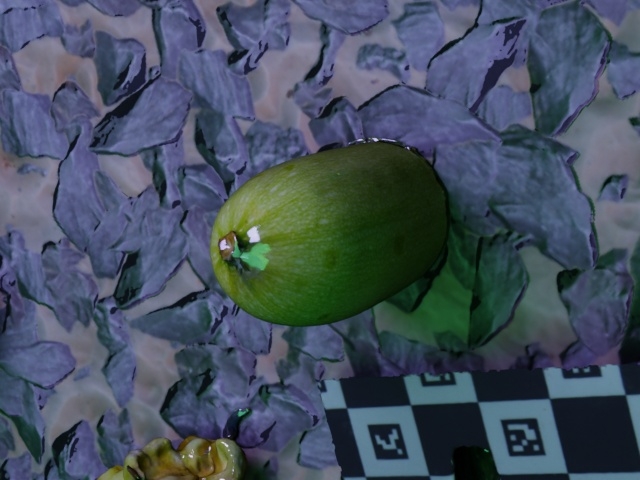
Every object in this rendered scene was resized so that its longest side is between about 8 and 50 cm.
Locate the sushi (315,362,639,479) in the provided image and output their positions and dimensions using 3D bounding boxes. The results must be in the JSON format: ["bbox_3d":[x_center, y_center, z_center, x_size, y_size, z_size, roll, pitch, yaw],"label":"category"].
[{"bbox_3d":[0.195,0.257,1.276,0.343,0.064,0.359,-7,104,35],"label":"sushi"}]

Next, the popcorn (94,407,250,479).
[{"bbox_3d":[-0.141,0.250,1.384,0.168,0.173,0.195,31,123,37],"label":"popcorn"}]

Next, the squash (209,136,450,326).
[{"bbox_3d":[0.000,0.000,1.204,0.132,0.247,0.132,5,103,23],"label":"squash"}]
